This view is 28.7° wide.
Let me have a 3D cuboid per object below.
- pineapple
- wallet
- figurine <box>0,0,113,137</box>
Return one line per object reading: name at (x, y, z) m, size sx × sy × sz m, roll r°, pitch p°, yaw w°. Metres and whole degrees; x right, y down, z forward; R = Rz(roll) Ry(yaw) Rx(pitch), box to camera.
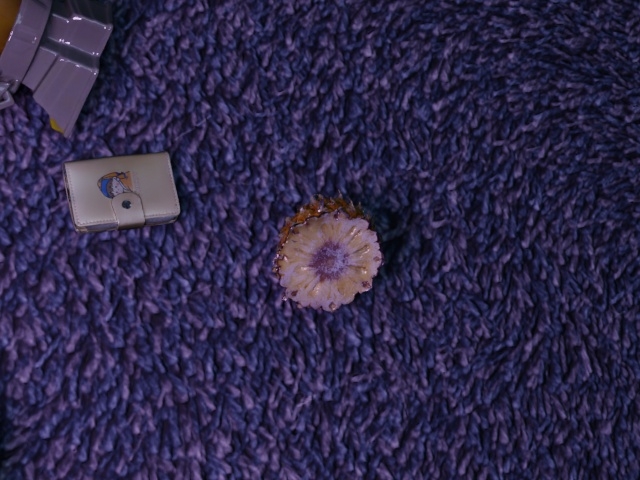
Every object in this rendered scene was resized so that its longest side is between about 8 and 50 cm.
pineapple at (0.003, 0.002, 1.832) m, size 0.162 × 0.137 × 0.175 m, roll 8°, pitch 111°, yaw -16°
wallet at (-0.284, -0.068, 1.791) m, size 0.155 × 0.039 × 0.110 m, roll -8°, pitch 75°, yaw -21°
figurine at (-0.444, -0.297, 1.728) m, size 0.285 × 0.167 × 0.342 m, roll 20°, pitch 49°, yaw -22°
